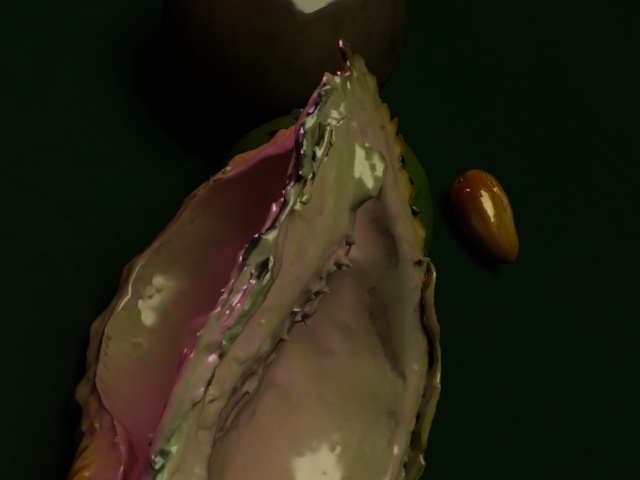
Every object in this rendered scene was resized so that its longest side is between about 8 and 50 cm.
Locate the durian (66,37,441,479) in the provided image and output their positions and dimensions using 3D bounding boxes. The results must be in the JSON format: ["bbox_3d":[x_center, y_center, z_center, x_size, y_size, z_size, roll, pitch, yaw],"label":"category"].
[{"bbox_3d":[-0.020,0.089,0.471,0.195,0.185,0.305,37,59,-27],"label":"durian"}]

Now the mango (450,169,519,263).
[{"bbox_3d":[0.147,-0.020,0.834,0.060,0.046,0.089,-19,77,-53],"label":"mango"}]

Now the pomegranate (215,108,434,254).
[{"bbox_3d":[0.003,-0.007,0.600,0.143,0.122,0.169,0,65,-14],"label":"pomegranate"}]

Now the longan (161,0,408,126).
[{"bbox_3d":[-0.026,-0.154,0.672,0.167,0.167,0.187,47,43,-3],"label":"longan"}]
